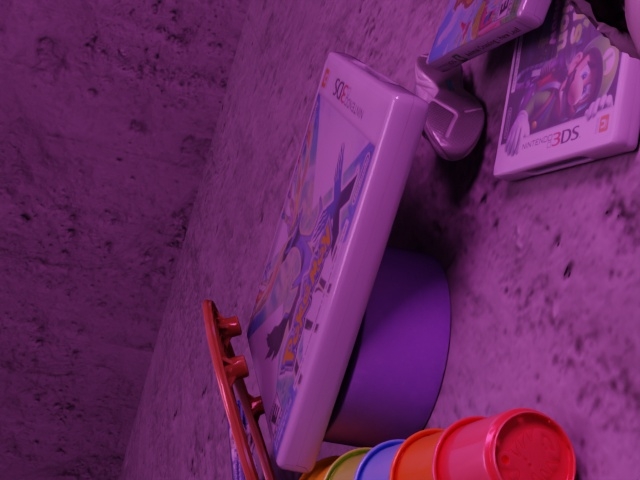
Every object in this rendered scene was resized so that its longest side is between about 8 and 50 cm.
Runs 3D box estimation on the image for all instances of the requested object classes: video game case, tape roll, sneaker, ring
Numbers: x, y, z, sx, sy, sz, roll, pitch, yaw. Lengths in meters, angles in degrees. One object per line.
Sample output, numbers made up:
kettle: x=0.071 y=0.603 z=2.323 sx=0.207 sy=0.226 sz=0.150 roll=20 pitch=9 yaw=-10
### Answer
video game case: x=0.000 y=0.000 z=0.922 sx=0.300 sy=0.036 sz=0.329 roll=-119 pitch=44 yaw=-71
video game case: x=0.162 y=-0.251 z=0.795 sx=0.193 sy=0.023 sz=0.212 roll=178 pitch=114 yaw=-76
video game case: x=0.183 y=-0.145 z=0.705 sx=0.173 sy=0.022 sz=0.190 roll=168 pitch=114 yaw=-73
tape roll: x=0.045 y=0.096 z=0.907 sx=0.189 sy=0.080 sz=0.189 roll=-168 pitch=90 yaw=-76
sneaker: x=0.114 y=-0.111 z=0.895 sx=0.152 sy=0.054 sz=0.061 roll=-92 pitch=5 yaw=-52
ring: x=-0.057 y=0.217 z=1.002 sx=0.336 sy=0.032 sz=0.336 roll=163 pitch=90 yaw=-85

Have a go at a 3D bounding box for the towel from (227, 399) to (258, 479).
towel: x=-0.084 y=0.344 z=1.190 sx=0.285 sy=0.034 sz=0.209 roll=-115 pitch=22 yaw=-69

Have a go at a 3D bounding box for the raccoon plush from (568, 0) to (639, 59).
raccoon plush: x=0.251 y=-0.260 z=0.400 sx=0.446 sy=0.216 sz=0.299 roll=-50 pitch=-4 yaw=-9

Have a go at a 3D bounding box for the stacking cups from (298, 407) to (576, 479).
stacking cups: x=0.078 y=0.179 z=0.725 sx=0.316 sy=0.096 sz=0.096 roll=137 pitch=143 yaw=-58
